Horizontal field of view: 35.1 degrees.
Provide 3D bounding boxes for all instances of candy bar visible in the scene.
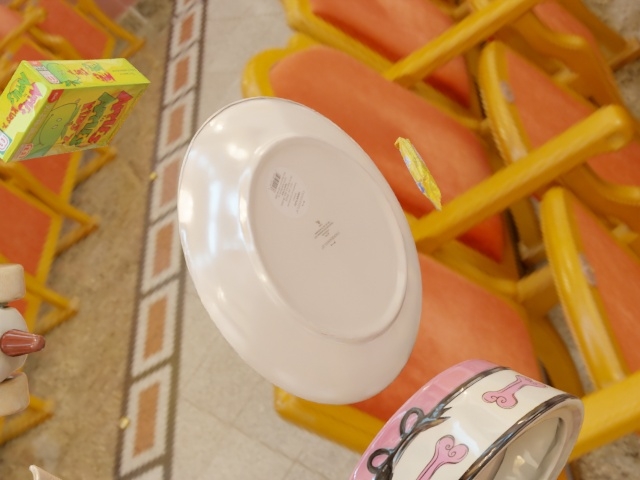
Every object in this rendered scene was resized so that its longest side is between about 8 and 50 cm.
[{"bbox_3d":[0.109,-0.077,1.118,0.018,0.040,0.161,-36,22,9],"label":"candy bar"}]

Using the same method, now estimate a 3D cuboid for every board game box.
[{"bbox_3d":[-0.256,-0.136,1.030,0.092,0.043,0.181,-51,-9,21],"label":"board game box"}]

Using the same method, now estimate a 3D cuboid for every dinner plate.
[{"bbox_3d":[0.000,0.000,0.437,0.017,0.141,0.141,-28,36,41],"label":"dinner plate"}]

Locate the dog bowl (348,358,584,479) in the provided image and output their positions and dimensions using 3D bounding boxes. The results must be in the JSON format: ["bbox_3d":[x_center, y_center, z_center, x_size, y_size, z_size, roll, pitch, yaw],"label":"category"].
[{"bbox_3d":[0.188,0.344,1.434,0.150,0.408,0.408,37,85,30],"label":"dog bowl"}]

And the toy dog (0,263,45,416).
[{"bbox_3d":[-0.397,0.116,0.953,0.161,0.220,0.334,-6,21,48],"label":"toy dog"}]

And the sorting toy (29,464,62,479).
[{"bbox_3d":[-0.359,0.439,1.440,0.038,0.193,0.208,-13,60,8],"label":"sorting toy"}]
